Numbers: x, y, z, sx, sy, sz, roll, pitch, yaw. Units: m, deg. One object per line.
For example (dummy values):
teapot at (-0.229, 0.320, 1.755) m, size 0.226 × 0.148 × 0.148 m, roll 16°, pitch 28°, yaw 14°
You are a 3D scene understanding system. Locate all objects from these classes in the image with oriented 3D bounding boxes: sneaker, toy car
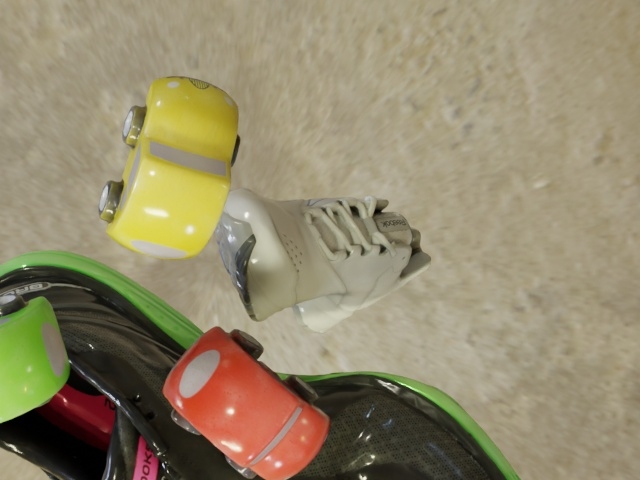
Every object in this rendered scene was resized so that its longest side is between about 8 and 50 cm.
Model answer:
sneaker at (0.000, 0.000, 1.347) m, size 0.129 × 0.297 × 0.111 m, roll -23°, pitch 79°, yaw 15°
toy car at (-0.119, 0.052, 0.881) m, size 0.225 × 0.053 × 0.239 m, roll -18°, pitch 106°, yaw -10°
sneaker at (-0.075, 0.170, 1.217) m, size 0.482 × 0.202 × 0.185 m, roll 18°, pitch 122°, yaw 16°
